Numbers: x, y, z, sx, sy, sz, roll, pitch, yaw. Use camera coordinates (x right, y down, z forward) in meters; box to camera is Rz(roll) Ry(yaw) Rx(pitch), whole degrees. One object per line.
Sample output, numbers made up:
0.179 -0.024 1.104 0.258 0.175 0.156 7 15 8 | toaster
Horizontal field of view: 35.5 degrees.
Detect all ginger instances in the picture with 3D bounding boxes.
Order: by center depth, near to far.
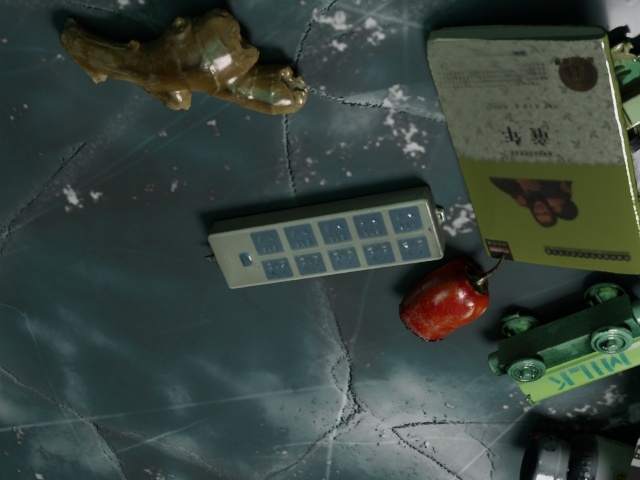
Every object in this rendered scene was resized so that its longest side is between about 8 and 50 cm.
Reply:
-0.183 -0.233 1.297 0.334 0.081 0.148 5 142 10 | ginger

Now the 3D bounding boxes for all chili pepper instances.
0.200 0.072 1.432 0.086 0.084 0.192 24 134 -27 | chili pepper

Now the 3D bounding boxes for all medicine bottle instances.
0.467 0.388 1.569 0.293 0.141 0.141 16 127 2 | medicine bottle

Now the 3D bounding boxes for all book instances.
0.276 -0.108 1.253 0.239 0.035 0.352 7 132 39 | book

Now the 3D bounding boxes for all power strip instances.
0.000 0.000 1.445 0.367 0.043 0.106 -9 123 18 | power strip

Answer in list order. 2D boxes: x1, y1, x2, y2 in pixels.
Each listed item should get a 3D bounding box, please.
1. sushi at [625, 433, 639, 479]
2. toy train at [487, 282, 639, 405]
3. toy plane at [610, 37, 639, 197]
0.522 0.364 1.469 0.192 0.050 0.215 10 102 -11 | sushi
0.378 0.160 1.458 0.253 0.105 0.157 -26 131 27 | toy train
0.386 -0.167 1.214 0.244 0.092 0.229 -26 103 31 | toy plane
